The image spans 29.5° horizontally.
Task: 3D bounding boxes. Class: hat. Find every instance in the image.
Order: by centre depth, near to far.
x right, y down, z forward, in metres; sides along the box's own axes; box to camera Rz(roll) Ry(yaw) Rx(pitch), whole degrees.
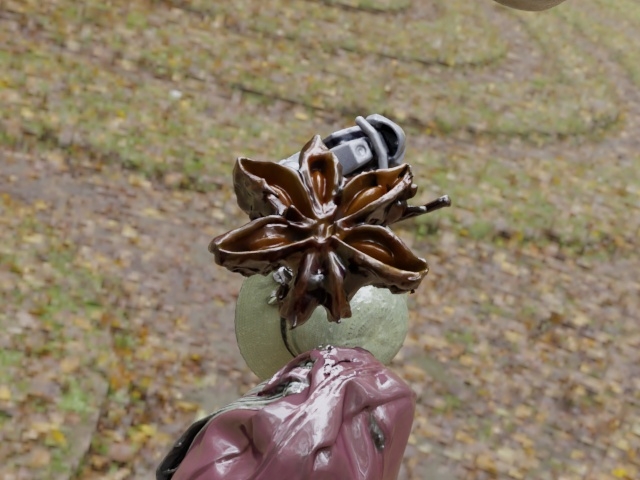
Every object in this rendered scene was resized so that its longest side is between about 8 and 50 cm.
[{"bbox_3d":[0.035,0.099,1.516,0.257,0.257,0.130,2,17,-32],"label":"hat"}]

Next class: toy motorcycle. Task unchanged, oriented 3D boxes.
[{"bbox_3d":[0.015,-0.080,1.359,0.215,0.080,0.122,-24,-3,-32],"label":"toy motorcycle"}]

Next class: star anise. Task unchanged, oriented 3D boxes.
[{"bbox_3d":[0.000,0.000,1.220,0.220,0.126,0.190,24,55,3],"label":"star anise"}]

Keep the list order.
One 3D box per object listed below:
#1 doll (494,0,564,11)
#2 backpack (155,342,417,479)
[{"bbox_3d":[0.115,-0.183,0.493,0.348,0.161,0.423,-5,3,6],"label":"doll"},{"bbox_3d":[-0.044,0.233,1.132,0.197,0.317,0.283,37,29,20],"label":"backpack"}]
